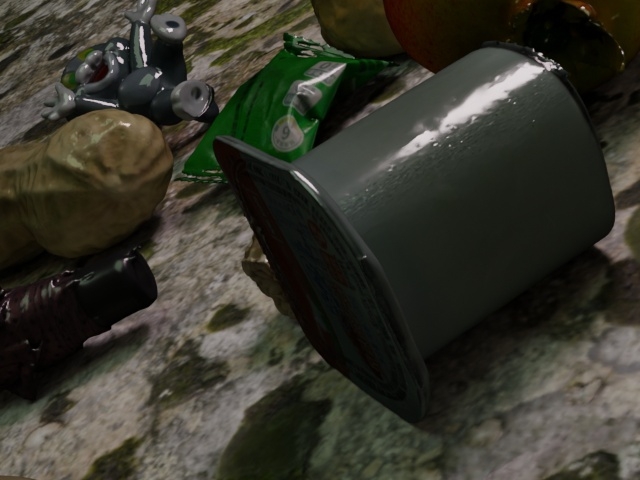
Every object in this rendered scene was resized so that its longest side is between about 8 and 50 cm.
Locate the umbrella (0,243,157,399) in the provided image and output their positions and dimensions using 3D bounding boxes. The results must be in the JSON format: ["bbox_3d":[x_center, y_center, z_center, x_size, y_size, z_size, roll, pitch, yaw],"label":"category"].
[{"bbox_3d":[-0.281,0.090,1.089,0.326,0.090,0.094,-26,24,13],"label":"umbrella"}]

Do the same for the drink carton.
[{"bbox_3d":[0.072,-0.013,0.804,0.190,0.185,0.191,-28,23,-17],"label":"drink carton"}]

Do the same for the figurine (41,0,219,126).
[{"bbox_3d":[-0.193,-0.175,1.398,0.265,0.140,0.193,10,71,38],"label":"figurine"}]

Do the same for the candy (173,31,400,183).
[{"bbox_3d":[-0.037,-0.124,1.203,0.141,0.078,0.203,-1,46,48],"label":"candy"}]

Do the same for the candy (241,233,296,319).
[{"bbox_3d":[0.000,0.000,0.943,0.095,0.085,0.110,-2,49,36],"label":"candy"}]

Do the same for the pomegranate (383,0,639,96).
[{"bbox_3d":[0.161,-0.200,0.965,0.221,0.221,0.256,-26,43,13],"label":"pomegranate"}]

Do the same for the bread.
[{"bbox_3d":[0.088,-0.291,1.285,0.244,0.134,0.244,-29,26,15],"label":"bread"}]

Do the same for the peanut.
[{"bbox_3d":[-0.267,-0.040,1.266,0.298,0.120,0.136,-15,51,39],"label":"peanut"}]

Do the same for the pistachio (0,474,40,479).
[{"bbox_3d":[-0.223,0.244,0.687,0.288,0.166,0.197,-29,50,-1],"label":"pistachio"}]
